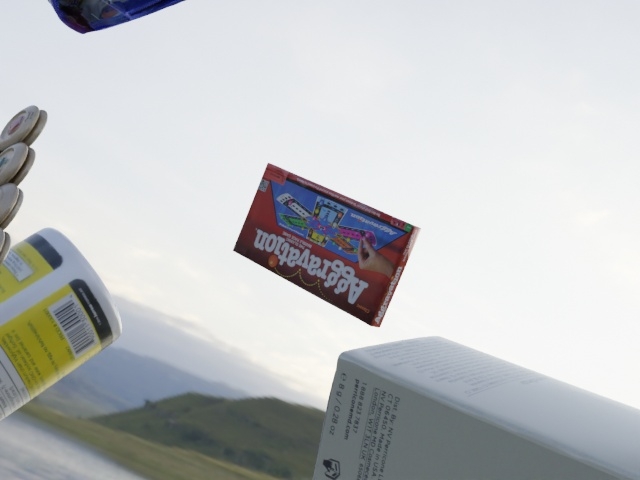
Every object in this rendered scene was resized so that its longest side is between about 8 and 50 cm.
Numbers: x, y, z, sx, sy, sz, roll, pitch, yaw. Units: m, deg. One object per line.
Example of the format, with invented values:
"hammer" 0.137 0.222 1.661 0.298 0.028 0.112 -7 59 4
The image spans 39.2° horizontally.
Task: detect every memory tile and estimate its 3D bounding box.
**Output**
"memory tile" -0.217 -0.014 0.541 0.113 0.148 0.012 -29 -50 24

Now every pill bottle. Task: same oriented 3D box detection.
"pill bottle" -0.283 0.090 0.749 0.119 0.208 0.119 40 -29 28

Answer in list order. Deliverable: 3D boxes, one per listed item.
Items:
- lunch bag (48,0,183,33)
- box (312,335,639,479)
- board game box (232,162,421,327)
"lunch bag" -0.195 -0.447 0.968 0.239 0.385 0.328 29 22 -53
"box" 0.135 0.134 0.438 0.275 0.094 0.113 19 12 38
"board game box" 0.000 0.000 1.259 0.281 0.145 0.027 26 7 38
